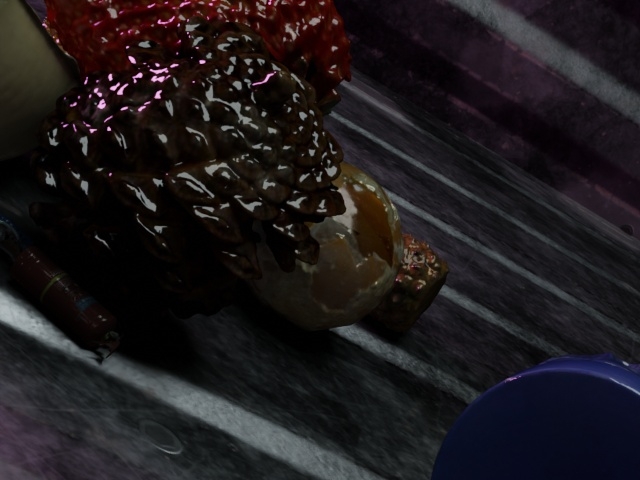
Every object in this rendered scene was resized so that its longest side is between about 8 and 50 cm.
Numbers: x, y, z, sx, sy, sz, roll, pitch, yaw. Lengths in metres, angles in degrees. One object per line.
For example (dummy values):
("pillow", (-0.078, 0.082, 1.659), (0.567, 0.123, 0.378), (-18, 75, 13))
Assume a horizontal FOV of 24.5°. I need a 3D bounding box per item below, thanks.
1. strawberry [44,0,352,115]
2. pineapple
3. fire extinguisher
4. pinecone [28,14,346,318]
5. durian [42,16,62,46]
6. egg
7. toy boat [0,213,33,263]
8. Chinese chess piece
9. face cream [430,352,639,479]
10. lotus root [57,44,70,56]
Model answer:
("strawberry", (-0.147, -0.225, 1.658), (0.351, 0.312, 0.267), (40, -21, -9))
("pineapple", (0.040, 0.012, 1.900), (0.248, 0.128, 0.128), (33, 14, 8))
("fire extinguisher", (-0.223, 0.059, 1.326), (0.132, 0.039, 0.056), (39, 24, 18))
("pinecone", (-0.131, -0.056, 1.411), (0.242, 0.295, 0.298), (59, 11, -51))
("durian", (-0.264, -0.244, 1.916), (0.193, 0.138, 0.237), (-9, -17, 30))
("egg", (0.000, 0.000, 1.688), (0.195, 0.195, 0.233), (31, 32, -11))
("toy boat", (-0.302, -0.004, 1.368), (0.083, 0.038, 0.038), (36, 14, 7))
("Chinese chess piece", (-0.381, -0.241, 1.511), (0.338, 0.140, 0.338), (54, -7, 9))
("face cream", (0.245, 0.233, 1.376), (0.249, 0.249, 0.225), (38, 10, 15))
("lotus root", (-0.297, -0.173, 1.763), (0.258, 0.110, 0.097), (31, 22, -22))
